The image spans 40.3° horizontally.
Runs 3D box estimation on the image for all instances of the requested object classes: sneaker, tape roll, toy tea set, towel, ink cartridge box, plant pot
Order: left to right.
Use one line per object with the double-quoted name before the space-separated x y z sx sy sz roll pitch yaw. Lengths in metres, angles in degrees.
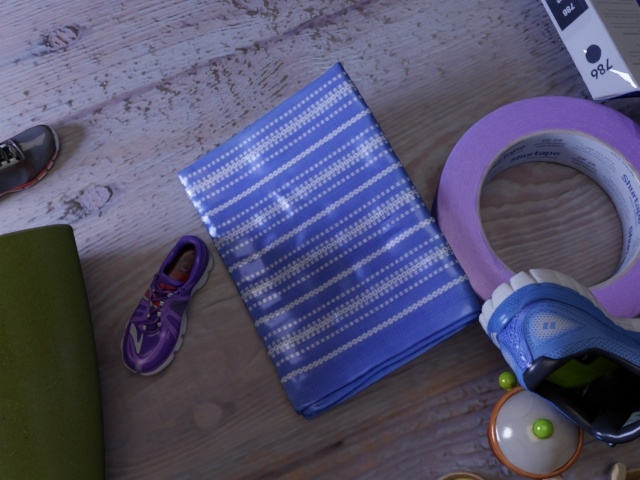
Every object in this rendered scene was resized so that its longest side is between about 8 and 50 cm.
"plant pot" -0.334 0.168 0.875 0.275 0.275 0.293 -20 89 -5
"sneaker" -0.382 -0.087 1.034 0.158 0.065 0.061 -41 77 -10
"sneaker" -0.179 0.067 0.981 0.068 0.071 0.169 19 75 7
"towel" 0.000 0.000 0.972 0.243 0.040 0.335 -32 74 15
"tape roll" 0.265 -0.022 0.991 0.275 0.090 0.274 0 74 1
"toy tea set" 0.276 0.286 0.879 0.336 0.124 0.200 28 76 9
"ink cartridge box" 0.350 -0.267 1.037 0.166 0.065 0.332 -8 68 -37
"sneaker" 0.310 0.151 0.862 0.330 0.129 0.147 20 34 -18
